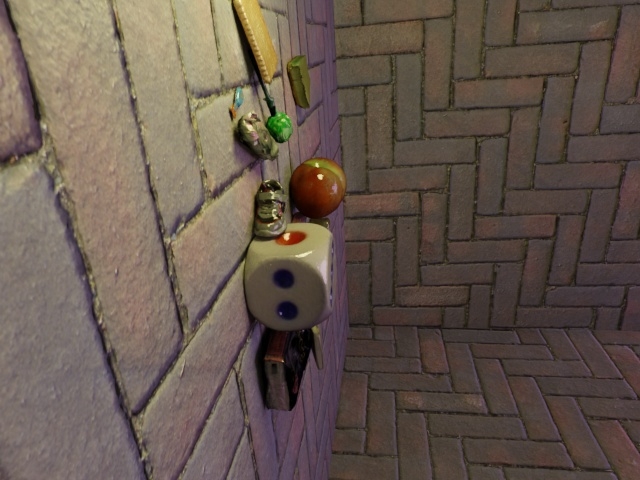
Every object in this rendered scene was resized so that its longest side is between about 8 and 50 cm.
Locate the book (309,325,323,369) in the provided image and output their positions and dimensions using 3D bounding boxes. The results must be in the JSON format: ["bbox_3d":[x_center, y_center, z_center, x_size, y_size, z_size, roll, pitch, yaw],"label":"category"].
[{"bbox_3d":[-0.053,0.309,1.823,0.352,0.035,0.239,-115,-166,-48],"label":"book"}]

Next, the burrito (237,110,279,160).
[{"bbox_3d":[-0.177,-0.291,1.337,0.309,0.066,0.096,15,72,-84],"label":"burrito"}]

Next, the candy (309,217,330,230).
[{"bbox_3d":[0.000,0.000,2.354,0.102,0.104,0.233,33,57,-79],"label":"candy"}]

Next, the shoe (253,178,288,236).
[{"bbox_3d":[-0.147,-0.111,1.387,0.227,0.100,0.125,-88,-179,-50],"label":"shoe"}]

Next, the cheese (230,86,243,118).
[{"bbox_3d":[-0.220,-0.366,1.216,0.047,0.017,0.111,75,17,-48],"label":"cheese"}]

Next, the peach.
[{"bbox_3d":[-0.012,-0.211,1.888,0.252,0.253,0.252,0,90,-81],"label":"peach"}]

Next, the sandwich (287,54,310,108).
[{"bbox_3d":[-0.092,-0.723,1.965,0.245,0.063,0.212,74,14,-62],"label":"sandwich"}]

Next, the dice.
[{"bbox_3d":[-0.080,0.104,1.396,0.259,0.243,0.251,-79,165,-66],"label":"dice"}]

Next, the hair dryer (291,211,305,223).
[{"bbox_3d":[-0.092,-0.037,1.957,0.154,0.054,0.106,84,14,-56],"label":"hair dryer"}]

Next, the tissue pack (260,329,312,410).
[{"bbox_3d":[-0.110,0.370,1.554,0.332,0.123,0.244,-77,166,-58],"label":"tissue pack"}]

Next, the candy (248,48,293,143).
[{"bbox_3d":[-0.163,-0.448,1.448,0.323,0.097,0.097,70,20,-46],"label":"candy"}]

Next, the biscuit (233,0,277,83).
[{"bbox_3d":[-0.183,-0.594,1.321,0.249,0.030,0.160,68,20,-43],"label":"biscuit"}]
